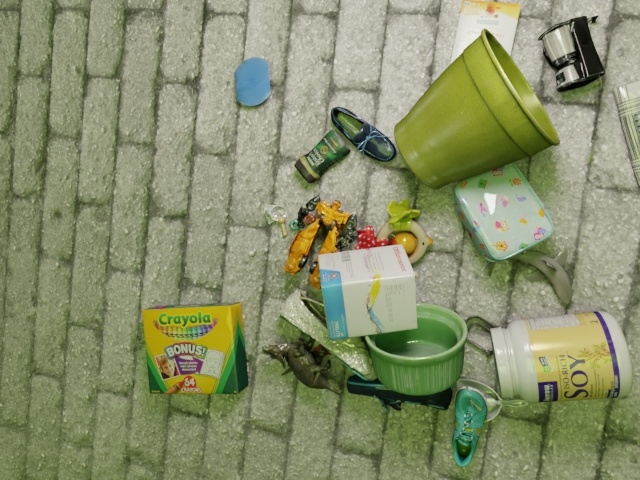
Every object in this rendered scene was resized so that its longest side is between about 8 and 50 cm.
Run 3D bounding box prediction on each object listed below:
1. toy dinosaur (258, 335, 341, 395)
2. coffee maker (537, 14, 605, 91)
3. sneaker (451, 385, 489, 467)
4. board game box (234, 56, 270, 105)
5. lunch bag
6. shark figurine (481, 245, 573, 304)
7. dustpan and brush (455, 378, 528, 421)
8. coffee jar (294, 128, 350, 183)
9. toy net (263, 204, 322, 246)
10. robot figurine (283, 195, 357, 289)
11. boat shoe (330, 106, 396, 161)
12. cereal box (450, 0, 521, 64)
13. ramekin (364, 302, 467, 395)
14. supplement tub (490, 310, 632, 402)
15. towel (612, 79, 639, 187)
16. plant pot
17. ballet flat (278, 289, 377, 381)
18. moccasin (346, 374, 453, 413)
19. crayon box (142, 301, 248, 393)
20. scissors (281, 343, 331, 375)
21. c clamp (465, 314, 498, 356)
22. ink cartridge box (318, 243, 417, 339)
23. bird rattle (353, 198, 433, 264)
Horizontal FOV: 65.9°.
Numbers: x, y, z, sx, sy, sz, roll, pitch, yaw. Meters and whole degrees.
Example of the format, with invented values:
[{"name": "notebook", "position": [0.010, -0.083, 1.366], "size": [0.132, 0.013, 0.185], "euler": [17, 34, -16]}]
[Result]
[{"name": "toy dinosaur", "position": [-0.047, 0.425, 1.690], "size": [0.313, 0.121, 0.160], "euler": [37, 114, 12]}, {"name": "coffee maker", "position": [0.738, -0.536, 1.413], "size": [0.171, 0.120, 0.178], "euler": [-19, 89, 15]}, {"name": "sneaker", "position": [0.459, 0.579, 1.532], "size": [0.107, 0.110, 0.275], "euler": [6, 111, 22]}, {"name": "board game box", "position": [-0.231, -0.550, 1.727], "size": [0.133, 0.033, 0.168], "euler": [-7, 87, 21]}, {"name": "lunch bag", "position": [0.546, -0.082, 1.476], "size": [0.224, 0.108, 0.279], "euler": [-27, 77, 0]}, {"name": "shark figurine", "position": [0.641, 0.072, 1.483], "size": [0.278, 0.116, 0.166], "euler": [20, 97, 12]}, {"name": "dustpan and brush", "position": [0.541, 0.509, 1.562], "size": [0.211, 0.060, 0.147], "euler": [-8, 91, 16]}, {"name": "coffee jar", "position": [0.004, -0.278, 1.653], "size": [0.184, 0.079, 0.096], "euler": [-40, 83, 15]}, {"name": "toy net", "position": [-0.103, -0.064, 1.713], "size": [0.232, 0.045, 0.122], "euler": [37, 103, 11]}, {"name": "robot figurine", "position": [0.000, 0.000, 1.622], "size": [0.211, 0.085, 0.291], "euler": [28, 100, 12]}, {"name": "boat shoe", "position": [0.128, -0.339, 1.609], "size": [0.258, 0.089, 0.109], "euler": [34, 102, 11]}, {"name": "cereal box", "position": [0.498, -0.600, 1.512], "size": [0.173, 0.047, 0.240], "euler": [11, 96, 14]}, {"name": "ramekin", "position": [0.291, 0.328, 1.499], "size": [0.303, 0.303, 0.148], "euler": [-2, 113, 16]}, {"name": "supplement tub", "position": [0.676, 0.338, 1.421], "size": [0.331, 0.241, 0.241], "euler": [-10, 91, 15]}, {"name": "towel", "position": [1.029, -0.331, 1.378], "size": [0.324, 0.056, 0.312], "euler": [-14, 90, 15]}, {"name": "plant pot", "position": [0.415, -0.329, 1.407], "size": [0.353, 0.366, 0.366], "euler": [-33, 84, 32]}, {"name": "ballet flat", "position": [0.037, 0.296, 1.628], "size": [0.409, 0.147, 0.147], "euler": [33, 101, 21]}, {"name": "moccasin", "position": [0.253, 0.503, 1.605], "size": [0.342, 0.138, 0.117], "euler": [0, 98, 16]}, {"name": "crayon box", "position": [-0.460, 0.393, 1.809], "size": [0.363, 0.106, 0.313], "euler": [-5, 92, 16]}, {"name": "scissors", "position": [-0.023, 0.389, 1.736], "size": [0.297, 0.021, 0.109], "euler": [-20, 89, 17]}, {"name": "c clamp", "position": [0.503, 0.316, 1.584], "size": [0.161, 0.022, 0.137], "euler": [28, 94, 13]}, {"name": "ink cartridge box", "position": [0.142, 0.153, 1.504], "size": [0.270, 0.198, 0.197], "euler": [-8, 116, 1]}, {"name": "bird rattle", "position": [0.239, 0.000, 1.586], "size": [0.207, 0.143, 0.253], "euler": [40, 106, -7]}]
